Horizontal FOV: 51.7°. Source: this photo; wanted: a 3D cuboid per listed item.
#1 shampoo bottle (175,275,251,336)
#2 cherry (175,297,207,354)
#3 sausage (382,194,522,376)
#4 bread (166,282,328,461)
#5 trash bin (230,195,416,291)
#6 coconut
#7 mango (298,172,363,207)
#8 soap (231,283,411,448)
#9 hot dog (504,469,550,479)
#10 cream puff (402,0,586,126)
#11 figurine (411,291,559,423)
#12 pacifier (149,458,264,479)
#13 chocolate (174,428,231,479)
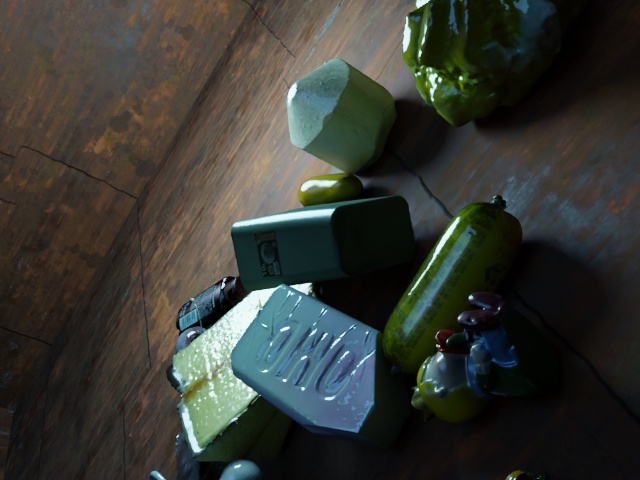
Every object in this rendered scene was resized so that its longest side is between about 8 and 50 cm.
[{"bbox_3d":[-0.296,0.184,1.862,0.323,0.084,0.129,-33,45,42],"label":"shampoo bottle"},{"bbox_3d":[-0.349,0.281,1.826,0.115,0.148,0.188,-25,63,2],"label":"cherry"},{"bbox_3d":[0.211,0.083,1.076,0.347,0.123,0.123,-60,30,10],"label":"sausage"},{"bbox_3d":[-0.148,0.229,1.460,0.345,0.242,0.405,30,98,58],"label":"bread"},{"bbox_3d":[0.000,0.000,1.358,0.343,0.222,0.158,-11,91,53],"label":"trash bin"},{"bbox_3d":[0.034,-0.292,1.527,0.239,0.244,0.239,-37,39,38],"label":"coconut"},{"bbox_3d":[0.028,-0.115,1.535,0.178,0.115,0.090,-12,88,39],"label":"mango"},{"bbox_3d":[0.005,0.235,1.202,0.347,0.115,0.208,23,73,44],"label":"soap"},{"bbox_3d":[0.244,0.379,0.854,0.055,0.072,0.188,-179,113,-82],"label":"hot dog"},{"bbox_3d":[0.278,-0.419,1.204,0.378,0.275,0.378,-40,38,41],"label":"cream puff"},{"bbox_3d":[0.206,0.178,0.962,0.234,0.185,0.127,-22,31,48],"label":"figurine"},{"bbox_3d":[-0.198,0.515,1.243,0.233,0.244,0.299,-37,12,-29],"label":"pacifier"},{"bbox_3d":[-0.258,0.562,1.486,0.112,0.112,0.321,-45,34,27],"label":"chocolate"}]
